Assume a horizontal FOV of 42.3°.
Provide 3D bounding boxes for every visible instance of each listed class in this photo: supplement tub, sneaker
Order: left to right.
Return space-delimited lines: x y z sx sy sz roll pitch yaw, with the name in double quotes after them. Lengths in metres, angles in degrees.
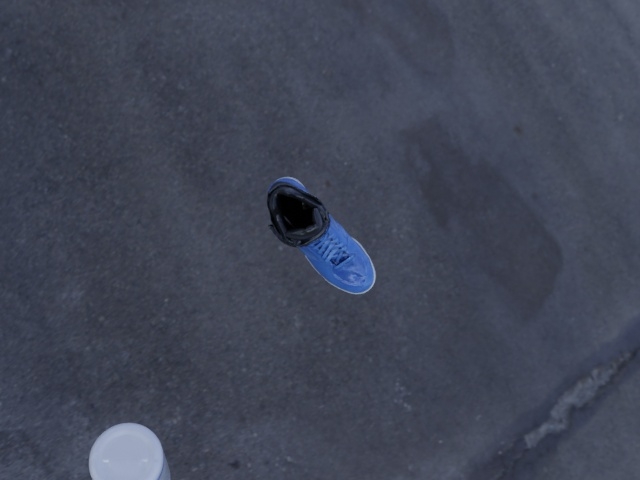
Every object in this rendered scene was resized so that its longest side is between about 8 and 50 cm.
-0.186 0.227 0.814 0.071 0.107 0.071 2 61 -4 "supplement tub"
-0.001 0.001 0.845 0.152 0.058 0.084 52 8 -5 "sneaker"
